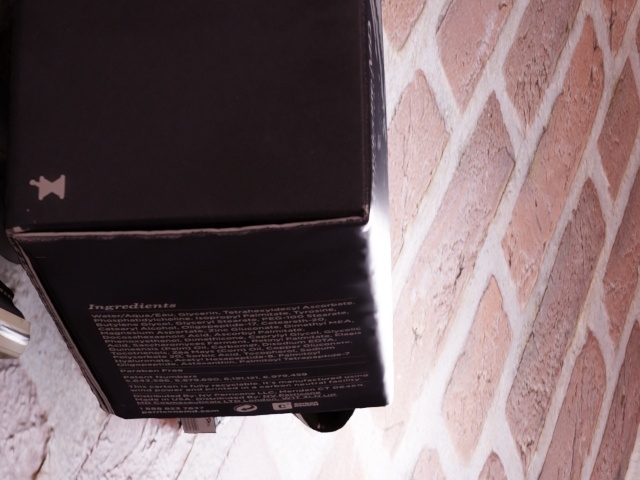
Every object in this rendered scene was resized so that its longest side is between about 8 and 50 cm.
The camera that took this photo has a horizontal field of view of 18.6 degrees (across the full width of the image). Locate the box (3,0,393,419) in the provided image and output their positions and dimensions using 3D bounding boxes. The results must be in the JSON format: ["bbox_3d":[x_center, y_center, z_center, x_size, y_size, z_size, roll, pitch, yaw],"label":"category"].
[{"bbox_3d":[-0.090,-0.137,1.749,0.472,0.297,0.480,76,12,-67],"label":"box"}]

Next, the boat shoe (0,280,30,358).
[{"bbox_3d":[-0.378,-0.039,1.489,0.500,0.186,0.156,43,55,-49],"label":"boat shoe"}]

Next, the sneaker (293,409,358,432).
[{"bbox_3d":[0.001,0.000,2.182,0.257,0.169,0.448,-142,-135,-76],"label":"sneaker"}]

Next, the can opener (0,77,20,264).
[{"bbox_3d":[-0.303,-0.092,1.773,0.280,0.074,0.093,63,35,-41],"label":"can opener"}]

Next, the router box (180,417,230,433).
[{"bbox_3d":[-0.125,0.105,2.163,0.133,0.046,0.179,-47,129,-58],"label":"router box"}]
